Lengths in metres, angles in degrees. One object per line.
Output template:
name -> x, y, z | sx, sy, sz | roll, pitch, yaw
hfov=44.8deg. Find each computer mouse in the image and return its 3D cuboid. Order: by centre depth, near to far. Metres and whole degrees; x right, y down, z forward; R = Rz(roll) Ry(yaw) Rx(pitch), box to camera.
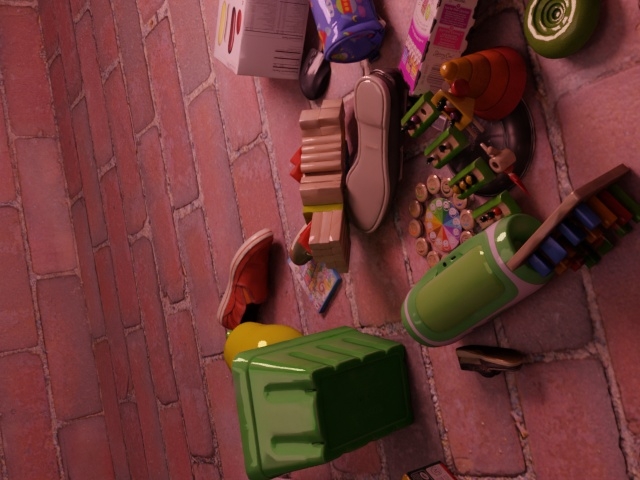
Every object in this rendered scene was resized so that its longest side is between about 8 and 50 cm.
computer mouse -> -0.006, -0.418, 1.664 | 0.071, 0.041, 0.242 | 36, 123, 47

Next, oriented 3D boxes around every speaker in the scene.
speaker -> 0.258, 0.075, 1.299 | 0.296, 0.131, 0.131 | -45, 59, 48

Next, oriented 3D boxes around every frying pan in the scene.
frying pan -> 0.243, -0.217, 1.344 | 0.326, 0.053, 0.197 | 56, 136, 29

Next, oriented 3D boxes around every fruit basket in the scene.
fruit basket -> -0.050, 0.299, 1.563 | 0.392, 0.392, 0.283 | -10, 87, 55

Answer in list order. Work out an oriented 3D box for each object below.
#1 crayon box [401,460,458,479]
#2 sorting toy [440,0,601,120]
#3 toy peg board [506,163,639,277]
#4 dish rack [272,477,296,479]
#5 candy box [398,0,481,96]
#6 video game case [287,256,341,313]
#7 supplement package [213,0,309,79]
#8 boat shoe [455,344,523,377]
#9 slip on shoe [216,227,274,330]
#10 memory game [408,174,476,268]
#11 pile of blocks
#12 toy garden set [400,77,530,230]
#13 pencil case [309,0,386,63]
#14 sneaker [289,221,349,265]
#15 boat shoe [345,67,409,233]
crayon box -> 0.254, 0.650, 1.419 | 0.363, 0.106, 0.313 | 44, 131, 43
sorting toy -> 0.302, -0.323, 1.135 | 0.365, 0.126, 0.127 | -45, 53, 41
toy peg board -> 0.374, -0.011, 1.103 | 0.079, 0.160, 0.161 | 48, 135, 18
dish rack -> -0.008, 0.702, 1.830 | 0.332, 0.072, 0.286 | -15, 84, 55
candy box -> 0.203, -0.369, 1.294 | 0.159, 0.071, 0.233 | -97, 18, -60
video game case -> -0.017, 0.067, 1.784 | 0.166, 0.015, 0.119 | 57, 138, 32
supplement package -> -0.133, -0.480, 1.713 | 0.194, 0.149, 0.203 | -134, 48, -57
boat shoe -> 0.293, 0.212, 1.339 | 0.152, 0.056, 0.049 | 2, 102, 64
slip on shoe -> -0.170, 0.107, 1.939 | 0.101, 0.123, 0.331 | 35, 126, 20
memory game -> 0.219, -0.029, 1.422 | 0.186, 0.012, 0.186 | 24, 119, 53
pile of blocks -> -0.002, -0.112, 1.587 | 0.112, 0.149, 0.362 | -3, 73, 12
toy garden set -> 0.229, -0.130, 1.238 | 0.244, 0.049, 0.204 | 53, 161, 2
pencil case -> 0.036, -0.497, 1.523 | 0.133, 0.119, 0.306 | -18, 77, 12
sneaker -> 0.000, 0.000, 1.692 | 0.086, 0.064, 0.192 | 55, 126, 35
boat shoe -> 0.120, -0.167, 1.488 | 0.112, 0.095, 0.335 | 30, 132, 35
